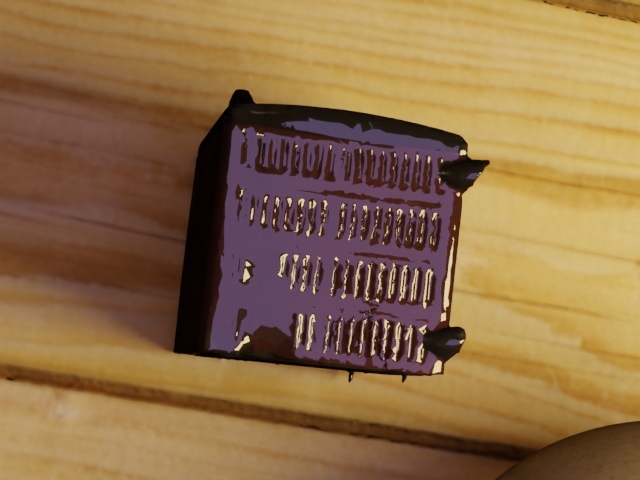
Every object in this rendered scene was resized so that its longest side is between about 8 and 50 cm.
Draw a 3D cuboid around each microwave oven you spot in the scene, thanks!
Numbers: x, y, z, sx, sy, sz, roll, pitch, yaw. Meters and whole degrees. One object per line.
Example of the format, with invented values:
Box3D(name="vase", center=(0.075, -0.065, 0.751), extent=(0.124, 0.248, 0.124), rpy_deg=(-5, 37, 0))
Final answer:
Box3D(name="microwave oven", center=(-0.002, 0.001, 1.313), extent=(0.178, 0.247, 0.188), rpy_deg=(9, 84, -8))

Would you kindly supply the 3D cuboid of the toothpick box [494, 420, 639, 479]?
Box3D(name="toothpick box", center=(0.314, 0.324, 1.274), extent=(0.425, 0.409, 0.409), rpy_deg=(8, 85, -15))
